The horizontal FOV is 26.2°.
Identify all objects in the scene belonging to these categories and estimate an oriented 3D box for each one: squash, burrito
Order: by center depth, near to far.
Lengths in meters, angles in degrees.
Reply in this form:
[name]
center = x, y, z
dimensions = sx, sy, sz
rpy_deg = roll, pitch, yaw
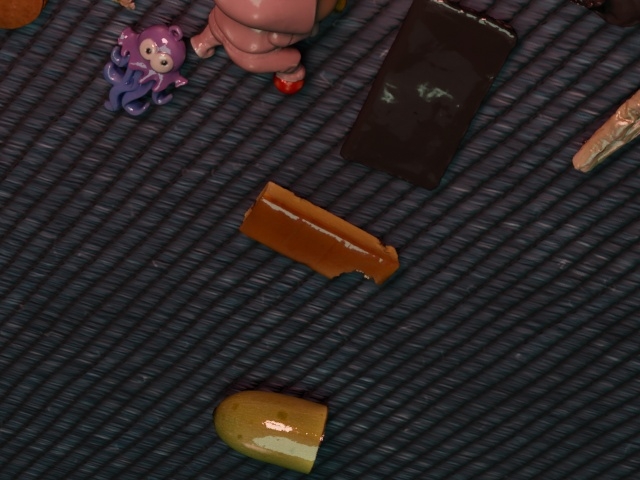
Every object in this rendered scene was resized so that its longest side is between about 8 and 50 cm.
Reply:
[burrito]
center = 0.403, -0.155, 1.791
dimensions = 0.045, 0.041, 0.185
rpy_deg = 39, 124, -7
[squash]
center = -0.084, 0.298, 2.217
dimensions = 0.186, 0.123, 0.123
rpy_deg = 16, 130, 4

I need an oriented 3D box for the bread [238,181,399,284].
[bread]
center = 0.000, 0.000, 1.999
dimensions = 0.226, 0.049, 0.088
rpy_deg = 28, 128, -11

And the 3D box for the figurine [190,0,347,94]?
[figurine]
center = -0.066, -0.307, 1.727
dimensions = 0.186, 0.176, 0.287
rpy_deg = -20, 153, -23

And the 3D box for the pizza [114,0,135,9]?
[pizza]
center = -0.279, -0.361, 1.743
dimensions = 0.185, 0.052, 0.195
rpy_deg = -34, 139, -4

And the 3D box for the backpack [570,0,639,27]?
[backpack]
center = 0.288, -0.455, 1.451
dimensions = 0.445, 0.255, 0.363
rpy_deg = 36, 120, -13

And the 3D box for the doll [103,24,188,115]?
[doll]
center = -0.239, -0.229, 1.862
dimensions = 0.110, 0.067, 0.206
rpy_deg = 40, 137, -8

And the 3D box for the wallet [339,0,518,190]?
[wallet]
center = 0.142, -0.194, 1.826
dimensions = 0.146, 0.030, 0.285
rpy_deg = 24, 128, -3

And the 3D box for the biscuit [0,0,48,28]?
[biscuit]
center = -0.465, -0.402, 1.762
dimensions = 0.262, 0.052, 0.277
rpy_deg = 21, 132, 2
